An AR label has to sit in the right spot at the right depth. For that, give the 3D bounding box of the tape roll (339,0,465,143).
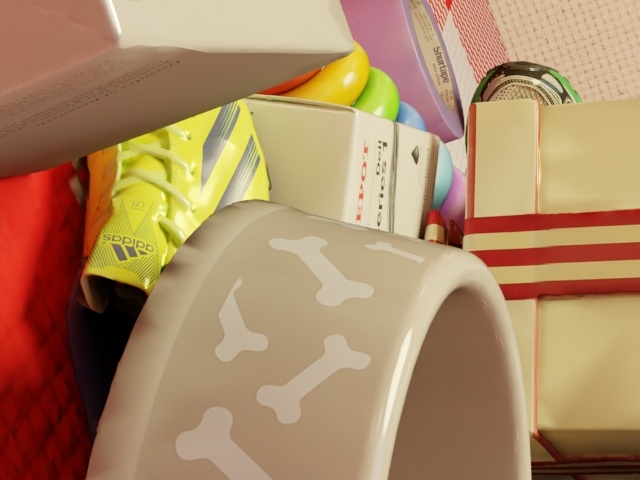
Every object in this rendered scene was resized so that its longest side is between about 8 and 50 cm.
[{"bbox_3d":[0.078,-0.180,1.452,0.189,0.080,0.189,-18,90,-75],"label":"tape roll"}]

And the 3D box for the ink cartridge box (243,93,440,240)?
[{"bbox_3d":[0.000,0.000,0.878,0.219,0.093,0.160,-2,99,-74],"label":"ink cartridge box"}]

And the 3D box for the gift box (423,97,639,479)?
[{"bbox_3d":[0.208,0.058,0.950,0.255,0.258,0.276,50,42,-60],"label":"gift box"}]

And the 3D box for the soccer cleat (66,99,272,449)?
[{"bbox_3d":[-0.080,0.000,0.704,0.121,0.093,0.289,37,38,-60],"label":"soccer cleat"}]

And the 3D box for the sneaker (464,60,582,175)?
[{"bbox_3d":[0.208,-0.017,1.480,0.146,0.134,0.343,-57,148,-65],"label":"sneaker"}]

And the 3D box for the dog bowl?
[{"bbox_3d":[0.016,0.156,0.624,0.349,0.102,0.348,1,90,-70],"label":"dog bowl"}]

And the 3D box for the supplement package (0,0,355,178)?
[{"bbox_3d":[-0.123,-0.121,0.537,0.293,0.175,0.177,-25,95,-74],"label":"supplement package"}]

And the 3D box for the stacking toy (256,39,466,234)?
[{"bbox_3d":[0.004,-0.091,1.045,0.330,0.141,0.141,55,22,-31],"label":"stacking toy"}]
